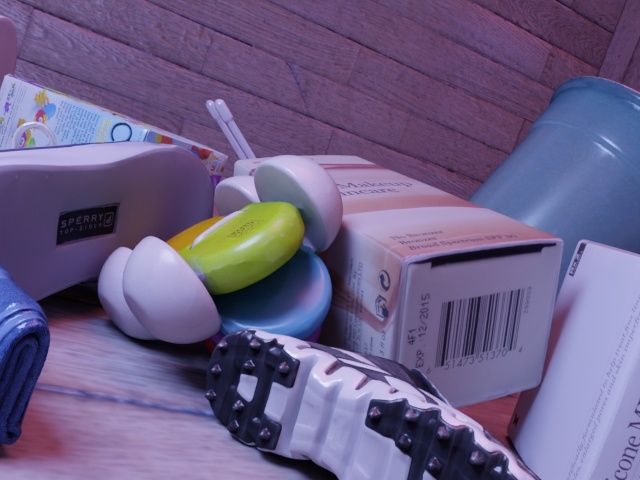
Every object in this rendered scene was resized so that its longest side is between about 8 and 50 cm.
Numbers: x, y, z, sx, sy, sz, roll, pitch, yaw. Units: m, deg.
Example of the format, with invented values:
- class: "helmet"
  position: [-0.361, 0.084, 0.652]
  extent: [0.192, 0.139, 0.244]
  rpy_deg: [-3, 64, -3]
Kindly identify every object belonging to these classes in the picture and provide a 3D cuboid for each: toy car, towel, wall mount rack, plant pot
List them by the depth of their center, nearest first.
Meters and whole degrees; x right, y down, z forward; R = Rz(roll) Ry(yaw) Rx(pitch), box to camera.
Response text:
- class: "towel"
  position: [-0.165, 0.043, 0.330]
  extent: [0.029, 0.067, 0.119]
  rpy_deg: [17, 6, -42]
- class: "toy car"
  position: [-0.058, 0.032, 0.501]
  extent: [0.136, 0.159, 0.182]
  rpy_deg: [59, -28, -11]
- class: "plant pot"
  position: [0.385, -0.020, 1.109]
  extent: [0.341, 0.334, 0.341]
  rpy_deg: [47, -5, 5]
- class: "wall mount rack"
  position: [-0.064, -0.132, 1.202]
  extent: [0.304, 0.130, 0.350]
  rpy_deg: [18, 5, -16]

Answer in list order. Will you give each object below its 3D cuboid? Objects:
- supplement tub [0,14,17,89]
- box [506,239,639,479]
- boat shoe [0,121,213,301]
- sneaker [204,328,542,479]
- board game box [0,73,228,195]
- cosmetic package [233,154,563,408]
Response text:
- class: "supplement tub"
  position: [-0.628, -0.276, 0.969]
  extent: [0.325, 0.235, 0.235]
  rpy_deg: [19, 6, -9]
- class: "box"
  position: [0.235, 0.107, 0.500]
  extent: [0.119, 0.180, 0.182]
  rpy_deg: [19, 6, 2]
- class: "boat shoe"
  position: [-0.223, -0.021, 0.551]
  extent: [0.157, 0.135, 0.367]
  rpy_deg: [13, 12, 16]
- class: "sneaker"
  position: [0.047, 0.109, 0.375]
  extent: [0.234, 0.078, 0.106]
  rpy_deg: [22, 8, 41]
- class: "board game box"
  position: [-0.278, -0.093, 0.870]
  extent: [0.275, 0.144, 0.142]
  rpy_deg: [24, 6, 31]
- class: "cosmetic package"
  position: [0.043, 0.017, 0.605]
  extent: [0.153, 0.129, 0.296]
  rpy_deg: [-7, 21, -29]
